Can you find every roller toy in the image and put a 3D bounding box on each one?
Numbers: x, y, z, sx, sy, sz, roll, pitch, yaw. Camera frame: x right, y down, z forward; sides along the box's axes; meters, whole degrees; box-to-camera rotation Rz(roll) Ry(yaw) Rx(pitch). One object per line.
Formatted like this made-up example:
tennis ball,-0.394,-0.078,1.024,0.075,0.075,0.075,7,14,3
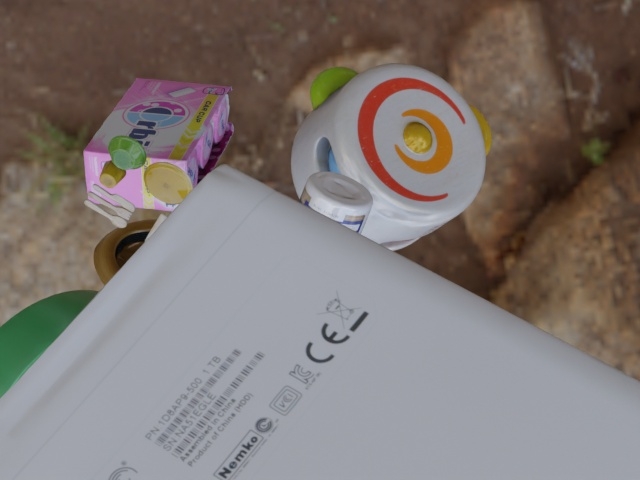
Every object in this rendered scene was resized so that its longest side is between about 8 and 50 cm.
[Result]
roller toy,0.080,-0.091,1.769,0.209,0.191,0.146,25,153,-19

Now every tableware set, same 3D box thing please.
tableware set,-0.138,-0.034,1.485,0.154,0.024,0.104,31,133,-4

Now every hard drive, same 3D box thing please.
hard drive,0.029,0.125,0.688,0.353,0.233,0.047,28,151,24

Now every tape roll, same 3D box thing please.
tape roll,-0.312,0.219,1.933,0.077,0.321,0.321,28,178,32

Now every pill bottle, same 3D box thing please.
pill bottle,0.000,0.000,1.526,0.067,0.067,0.120,6,122,-28

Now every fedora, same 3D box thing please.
fedora,-0.230,0.055,2.282,0.194,0.194,0.079,0,136,-16

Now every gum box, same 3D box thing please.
gum box,-0.163,-0.104,1.665,0.107,0.188,0.062,6,122,10
